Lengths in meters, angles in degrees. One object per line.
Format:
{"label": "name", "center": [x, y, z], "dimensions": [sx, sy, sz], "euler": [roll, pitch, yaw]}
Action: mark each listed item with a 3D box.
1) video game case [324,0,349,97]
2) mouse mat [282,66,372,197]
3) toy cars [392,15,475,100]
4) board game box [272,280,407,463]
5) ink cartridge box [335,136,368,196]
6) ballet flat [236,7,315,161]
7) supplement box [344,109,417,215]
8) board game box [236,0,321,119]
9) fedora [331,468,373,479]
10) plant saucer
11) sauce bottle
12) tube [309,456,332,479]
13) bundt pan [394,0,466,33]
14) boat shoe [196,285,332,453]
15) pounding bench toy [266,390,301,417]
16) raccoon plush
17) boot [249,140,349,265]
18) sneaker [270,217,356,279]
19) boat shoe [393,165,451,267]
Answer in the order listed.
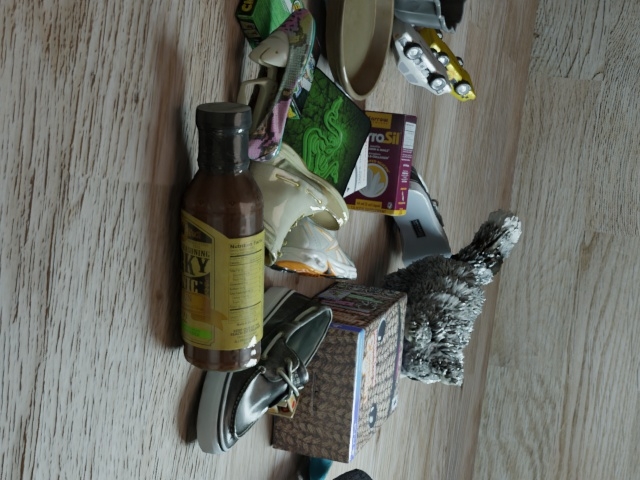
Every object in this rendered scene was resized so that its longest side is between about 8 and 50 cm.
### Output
{"label": "video game case", "center": [0.057, -0.387, 1.917], "dimensions": [0.212, 0.023, 0.193], "euler": [81, 25, -43]}
{"label": "mouse mat", "center": [0.009, -0.173, 1.765], "dimensions": [0.153, 0.007, 0.189], "euler": [41, 53, -26]}
{"label": "toy cars", "center": [0.217, -0.365, 2.279], "dimensions": [0.176, 0.087, 0.394], "euler": [63, 21, 7]}
{"label": "board game box", "center": [0.039, 0.222, 1.938], "dimensions": [0.291, 0.141, 0.232], "euler": [-29, 125, -67]}
{"label": "ink cartridge box", "center": [0.030, -0.136, 1.880], "dimensions": [0.150, 0.063, 0.109], "euler": [-31, 126, -64]}
{"label": "ballet flat", "center": [-0.071, -0.219, 1.520], "dimensions": [0.079, 0.077, 0.221], "euler": [11, 101, -38]}
{"label": "supplement box", "center": [0.111, -0.145, 2.046], "dimensions": [0.081, 0.104, 0.188], "euler": [-9, 106, -70]}
{"label": "board game box", "center": [-0.056, -0.305, 1.621], "dimensions": [0.259, 0.030, 0.136], "euler": [63, 42, -59]}
{"label": "fedora", "center": [0.018, 0.502, 1.924], "dimensions": [0.152, 0.334, 0.334], "euler": [64, 18, 8]}
{"label": "plant saucer", "center": [0.066, -0.376, 1.849], "dimensions": [0.278, 0.041, 0.277], "euler": [10, 90, -71]}
{"label": "sauce bottle", "center": [-0.127, -0.005, 1.423], "dimensions": [0.111, 0.111, 0.344], "euler": [-35, 129, -65]}
{"label": "tube", "center": [0.001, 0.410, 2.036], "dimensions": [0.080, 0.052, 0.207], "euler": [-59, 167, -29]}
{"label": "bundt pan", "center": [0.189, -0.551, 2.051], "dimensions": [0.331, 0.124, 0.330], "euler": [4, 90, -72]}
{"label": "boat shoe", "center": [-0.075, 0.183, 1.628], "dimensions": [0.335, 0.119, 0.121], "euler": [-61, 152, -46]}
{"label": "pounding bench toy", "center": [-0.061, 0.237, 1.793], "dimensions": [0.065, 0.052, 0.083], "euler": [74, 30, -50]}
{"label": "raccoon plush", "center": [0.262, 0.097, 2.192], "dimensions": [0.446, 0.216, 0.299], "euler": [-59, -171, -5]}
{"label": "boot", "center": [-0.049, -0.031, 1.625], "dimensions": [0.213, 0.077, 0.165], "euler": [43, 56, -40]}
{"label": "sneaker", "center": [0.000, 0.000, 1.812], "dimensions": [0.262, 0.099, 0.121], "euler": [21, 73, -72]}
{"label": "boat shoe", "center": [0.208, -0.041, 2.374], "dimensions": [0.306, 0.113, 0.105], "euler": [59, 24, -43]}
